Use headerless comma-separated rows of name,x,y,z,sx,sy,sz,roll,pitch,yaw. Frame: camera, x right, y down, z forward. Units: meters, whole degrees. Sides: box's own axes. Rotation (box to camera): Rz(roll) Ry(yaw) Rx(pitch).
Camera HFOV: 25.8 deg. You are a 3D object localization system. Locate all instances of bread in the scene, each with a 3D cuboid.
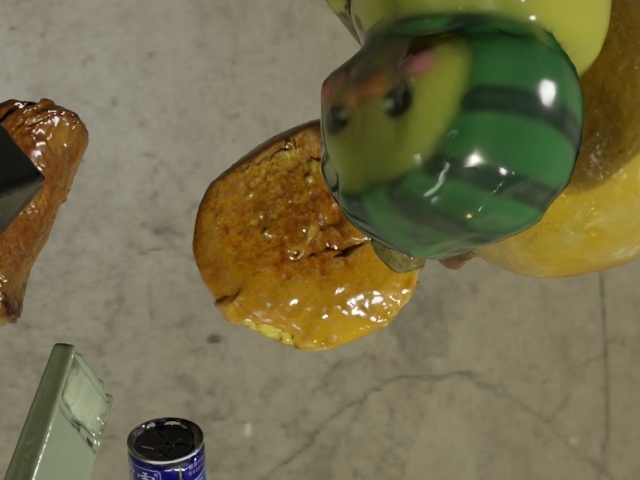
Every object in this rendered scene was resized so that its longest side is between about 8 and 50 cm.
bread,0.000,0.000,1.529,0.146,0.268,0.268,71,23,-78

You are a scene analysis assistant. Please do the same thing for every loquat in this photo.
loquat,0.186,-0.103,1.280,0.359,0.328,0.328,-41,119,-4

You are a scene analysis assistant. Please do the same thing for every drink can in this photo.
drink can,-0.182,0.338,1.711,0.097,0.097,0.235,-31,130,-43

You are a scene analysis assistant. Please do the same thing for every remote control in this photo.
remote control,-0.275,0.246,1.398,0.123,0.038,0.285,65,31,-53

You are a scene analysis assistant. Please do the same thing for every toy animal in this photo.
toy animal,0.111,-0.147,0.998,0.191,0.216,0.338,19,70,-34

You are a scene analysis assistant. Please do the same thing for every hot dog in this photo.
hot dog,-0.368,-0.033,1.632,0.196,0.122,0.272,89,19,-72

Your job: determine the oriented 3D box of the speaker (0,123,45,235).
speaker,-0.370,0.000,0.967,0.184,0.254,0.232,50,28,6
